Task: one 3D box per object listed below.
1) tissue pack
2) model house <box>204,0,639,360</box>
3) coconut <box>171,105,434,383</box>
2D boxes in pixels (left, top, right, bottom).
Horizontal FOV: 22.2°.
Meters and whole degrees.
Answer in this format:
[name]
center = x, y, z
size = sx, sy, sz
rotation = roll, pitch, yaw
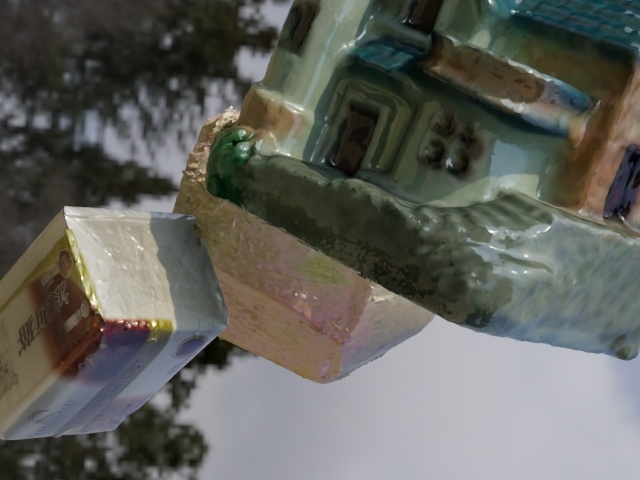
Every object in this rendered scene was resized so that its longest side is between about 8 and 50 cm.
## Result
[tissue pack]
center = -0.148, 0.056, 1.064
size = 0.149, 0.106, 0.099
rotation = -44, -124, 39
[model house]
center = 0.110, -0.128, 1.022
size = 0.267, 0.194, 0.325
rotation = 28, -82, 38
[coconut]
center = 0.000, 0.000, 1.411
size = 0.233, 0.245, 0.233
rotation = 21, 90, -80
